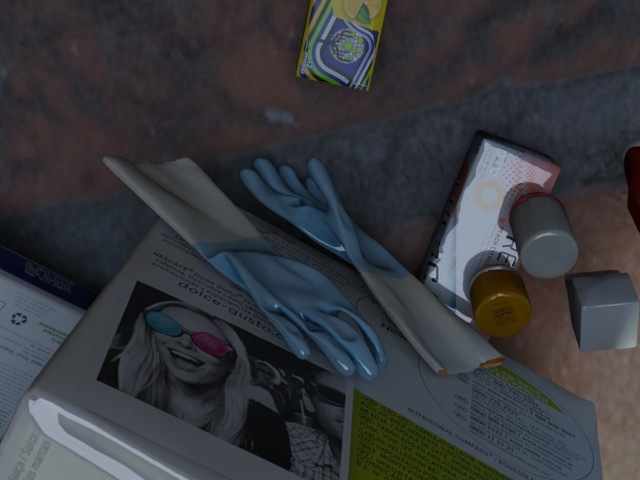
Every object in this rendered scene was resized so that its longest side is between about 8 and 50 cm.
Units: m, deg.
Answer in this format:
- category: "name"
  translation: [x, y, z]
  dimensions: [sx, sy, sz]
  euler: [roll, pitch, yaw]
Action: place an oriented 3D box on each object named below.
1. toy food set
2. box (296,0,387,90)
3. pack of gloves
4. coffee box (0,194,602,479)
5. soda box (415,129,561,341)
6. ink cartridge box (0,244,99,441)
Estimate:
- category: "toy food set"
  translation: [0.216, -0.001, 0.921]
  dimensions: [0.232, 0.104, 0.111]
  euler: [-6, 123, 2]
- category: "box"
  translation: [0.024, -0.194, 0.924]
  dimensions: [0.054, 0.059, 0.169]
  euler: [10, 101, -3]
- category: "pack of gloves"
  translation: [0.000, 0.000, 0.862]
  dimensions: [0.232, 0.195, 0.046]
  euler: [43, 114, 29]
- category: "coffee box"
  translation: [-0.045, 0.224, 0.838]
  dimensions: [0.338, 0.334, 0.337]
  euler: [28, 113, -3]
- category: "soda box"
  translation: [0.110, 0.015, 0.963]
  dimensions: [0.063, 0.058, 0.183]
  euler: [21, 100, -3]
- category: "ink cartridge box"
  translation: [-0.307, 0.079, 0.935]
  dimensions: [0.223, 0.045, 0.224]
  euler: [31, 111, -32]
